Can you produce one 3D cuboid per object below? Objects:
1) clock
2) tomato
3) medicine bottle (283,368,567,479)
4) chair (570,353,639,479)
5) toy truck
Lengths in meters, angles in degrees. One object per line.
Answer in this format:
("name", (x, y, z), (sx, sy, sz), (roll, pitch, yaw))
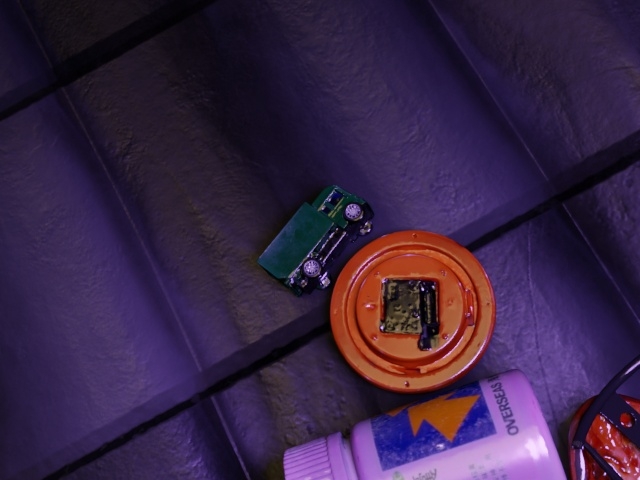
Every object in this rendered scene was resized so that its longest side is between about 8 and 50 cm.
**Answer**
("clock", (0.112, 0.086, 1.440), (0.205, 0.051, 0.205), (-3, 71, 10))
("tomato", (0.337, 0.268, 1.316), (0.166, 0.082, 0.174), (19, 73, -13))
("medicine bottle", (0.119, 0.269, 1.314), (0.290, 0.178, 0.178), (-19, 71, 4))
("chair", (0.415, 0.246, 1.231), (0.260, 0.141, 0.154), (46, 67, -4))
("toy truck", (0.000, 0.000, 1.480), (0.079, 0.065, 0.147), (38, 85, 22))
